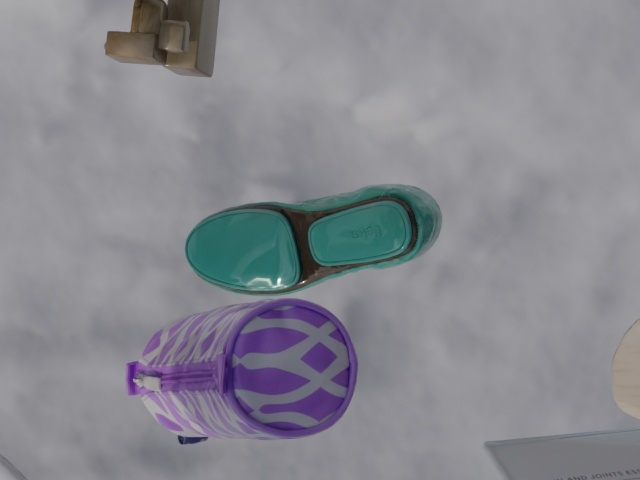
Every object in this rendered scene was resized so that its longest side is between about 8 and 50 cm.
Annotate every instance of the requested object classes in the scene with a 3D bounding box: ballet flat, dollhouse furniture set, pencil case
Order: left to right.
[{"bbox_3d":[-0.142,-0.193,1.134,0.151,0.123,0.144,9,86,-80],"label":"dollhouse furniture set"},{"bbox_3d":[-0.051,0.078,1.018,0.088,0.206,0.086,7,80,-21],"label":"pencil case"},{"bbox_3d":[0.000,0.000,1.465,0.087,0.247,0.083,-10,92,-56],"label":"ballet flat"}]

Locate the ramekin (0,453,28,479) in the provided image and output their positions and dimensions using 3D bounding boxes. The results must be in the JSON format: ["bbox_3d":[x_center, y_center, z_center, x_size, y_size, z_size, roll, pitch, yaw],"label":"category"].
[{"bbox_3d":[-0.258,0.198,0.827,0.277,0.135,0.277,-1,95,-19],"label":"ramekin"}]

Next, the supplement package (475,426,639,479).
[{"bbox_3d":[0.174,0.211,0.553,0.198,0.262,0.199,-3,120,-18],"label":"supplement package"}]

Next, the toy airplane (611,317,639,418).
[{"bbox_3d":[0.329,0.096,0.815,0.272,0.384,0.386,-22,151,-34],"label":"toy airplane"}]
